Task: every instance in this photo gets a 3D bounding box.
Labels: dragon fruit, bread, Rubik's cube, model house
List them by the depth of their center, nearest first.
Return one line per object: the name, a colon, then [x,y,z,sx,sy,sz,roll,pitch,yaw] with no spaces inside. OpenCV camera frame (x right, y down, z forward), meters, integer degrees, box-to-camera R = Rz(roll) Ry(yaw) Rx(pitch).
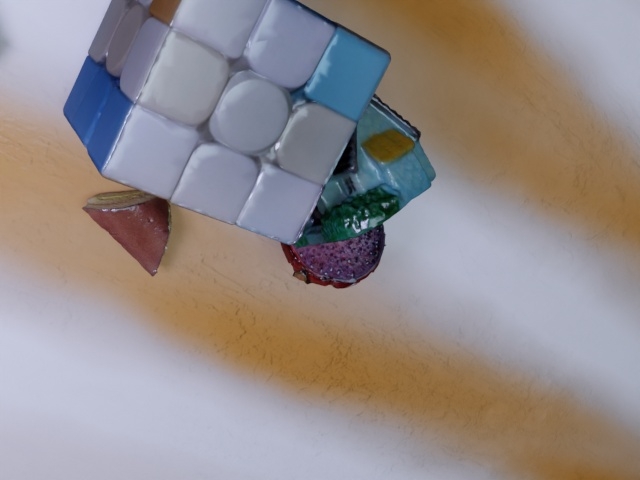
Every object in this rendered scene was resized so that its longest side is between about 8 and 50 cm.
Rubik's cube: [-0.164,-0.245,1.228,0.347,0.344,0.346,23,100,-35]
model house: [0.024,-0.154,1.364,0.230,0.280,0.248,-37,102,-27]
bread: [-0.329,-0.034,1.410,0.119,0.067,0.192,-43,126,-3]
dragon fruit: [0.004,0.001,1.564,0.224,0.148,0.218,-36,91,-26]
